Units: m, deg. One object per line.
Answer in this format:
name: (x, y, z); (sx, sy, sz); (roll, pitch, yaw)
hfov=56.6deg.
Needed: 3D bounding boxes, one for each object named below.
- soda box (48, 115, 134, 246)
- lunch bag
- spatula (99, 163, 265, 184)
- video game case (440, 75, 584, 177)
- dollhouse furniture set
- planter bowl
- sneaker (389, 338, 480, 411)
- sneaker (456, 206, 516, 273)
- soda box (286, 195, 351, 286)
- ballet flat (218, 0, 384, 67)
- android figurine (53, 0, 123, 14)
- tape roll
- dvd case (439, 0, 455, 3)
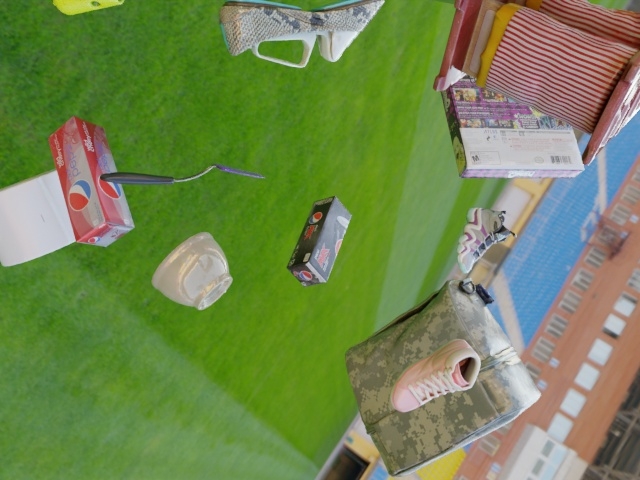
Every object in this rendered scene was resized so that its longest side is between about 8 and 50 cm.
soda box: (-0.482, -0.124, 1.245); (0.092, 0.263, 0.083); (-31, 160, 20)
lunch bag: (0.211, 0.244, 1.096); (0.305, 0.256, 0.213); (-38, 161, 26)
spatula: (-0.248, -0.120, 1.092); (0.297, 0.084, 0.030); (-7, 106, -20)
video game case: (0.346, -0.213, 1.089); (0.042, 0.232, 0.210); (116, -31, -64)
dollhouse furniture set: (0.263, -0.292, 0.566); (0.152, 0.201, 0.374); (-38, 148, -35)
planter bowl: (-0.255, 0.076, 1.248); (0.162, 0.109, 0.162); (-44, 168, -12)
sneaker: (0.154, 0.184, 0.787); (0.134, 0.051, 0.070); (-37, -169, -4)
sneaker: (0.217, -0.001, 0.767); (0.038, 0.069, 0.098); (47, 54, -48)
soda box: (0.000, 0.000, 1.068); (0.053, 0.060, 0.168); (-16, -142, 38)
ballet flat: (-0.039, -0.561, 1.596); (0.483, 0.164, 0.181); (-15, 110, -27)
android figurine: (-0.336, -0.437, 0.830); (0.056, 0.273, 0.248); (45, 38, -75)
tape roll: (-0.685, -0.064, 1.439); (0.246, 0.246, 0.169); (-40, 117, -49)
dvd case: (0.174, -0.467, 1.077); (0.018, 0.165, 0.221); (-68, -154, 19)
